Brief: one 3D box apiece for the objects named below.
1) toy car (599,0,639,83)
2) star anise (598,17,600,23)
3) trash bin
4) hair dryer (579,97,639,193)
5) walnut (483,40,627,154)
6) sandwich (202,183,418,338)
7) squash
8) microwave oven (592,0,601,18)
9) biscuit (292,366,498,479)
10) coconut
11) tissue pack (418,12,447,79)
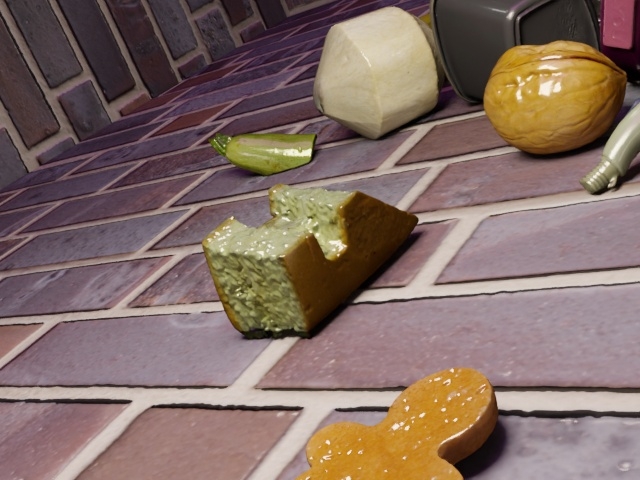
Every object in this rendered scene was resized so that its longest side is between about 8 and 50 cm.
[{"bbox_3d":[0.524,-0.343,1.164,0.240,0.271,0.340,21,48,36],"label":"toy car"},{"bbox_3d":[0.403,-0.386,1.582,0.182,0.065,0.195,-4,50,18],"label":"star anise"},{"bbox_3d":[0.288,-0.310,1.367,0.182,0.209,0.290,-25,25,-8],"label":"trash bin"},{"bbox_3d":[0.376,-0.233,1.000,0.298,0.296,0.119,-24,-22,7],"label":"hair dryer"},{"bbox_3d":[0.292,-0.177,1.120,0.180,0.144,0.144,-5,26,34],"label":"walnut"},{"bbox_3d":[0.000,0.000,1.007,0.122,0.128,0.235,7,36,42],"label":"sandwich"},{"bbox_3d":[-0.106,-0.155,1.603,0.200,0.075,0.090,4,45,10],"label":"squash"},{"bbox_3d":[0.460,-0.565,1.772,0.432,0.236,0.374,-10,24,33],"label":"microwave oven"},{"bbox_3d":[0.035,0.179,0.636,0.250,0.036,0.165,-38,24,-26],"label":"biscuit"},{"bbox_3d":[0.088,-0.277,1.512,0.222,0.202,0.202,-26,19,-17],"label":"coconut"},{"bbox_3d":[0.210,-0.365,1.706,0.178,0.123,0.127,-31,25,-19],"label":"tissue pack"}]
